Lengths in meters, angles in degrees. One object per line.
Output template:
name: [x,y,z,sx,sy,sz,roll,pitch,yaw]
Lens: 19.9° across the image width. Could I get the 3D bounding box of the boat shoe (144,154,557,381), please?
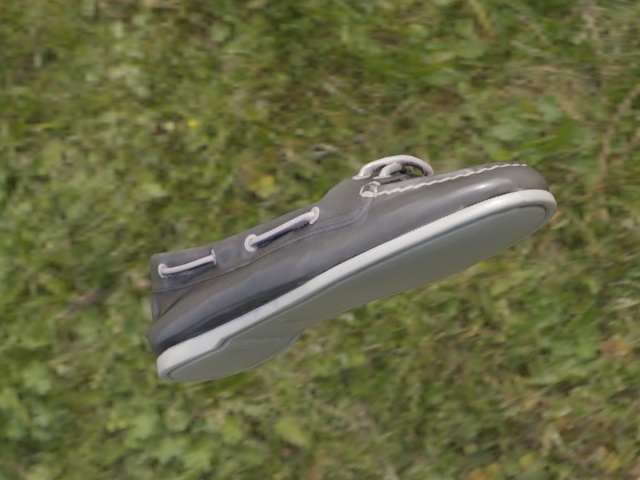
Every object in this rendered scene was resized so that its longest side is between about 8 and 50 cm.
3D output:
boat shoe: [0.000,0.000,1.172,0.335,0.112,0.095,-27,71,39]
